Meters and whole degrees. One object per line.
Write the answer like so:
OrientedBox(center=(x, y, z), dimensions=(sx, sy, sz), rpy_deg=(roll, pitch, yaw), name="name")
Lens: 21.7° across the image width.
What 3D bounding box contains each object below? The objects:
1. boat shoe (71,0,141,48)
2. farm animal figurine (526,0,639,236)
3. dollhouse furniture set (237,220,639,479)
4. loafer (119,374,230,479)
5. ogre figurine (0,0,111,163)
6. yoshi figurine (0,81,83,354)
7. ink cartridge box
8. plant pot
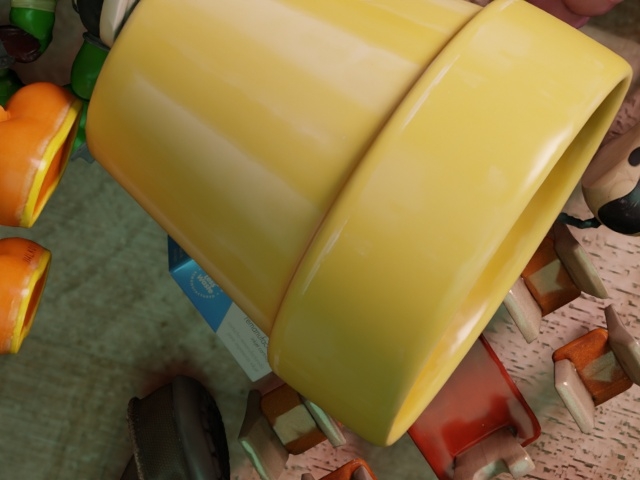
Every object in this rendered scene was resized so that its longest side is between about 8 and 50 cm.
OrientedBox(center=(-0.088, -0.277, 0.918), dimensions=(0.113, 0.127, 0.340), rpy_deg=(21, 100, 10), name="boat shoe")
OrientedBox(center=(0.250, -0.172, 0.990), dimensions=(0.326, 0.172, 0.330), rpy_deg=(-16, 115, 2), name="farm animal figurine")
OrientedBox(center=(0.112, 0.140, 1.170), dimensions=(0.262, 0.135, 0.259), rpy_deg=(-30, 103, 9), name="dollhouse furniture set")
OrientedBox(center=(-0.129, 0.265, 1.179), dimensions=(0.130, 0.134, 0.366), rpy_deg=(2, 115, -6), name="loafer")
OrientedBox(center=(-0.207, -0.110, 1.021), dimensions=(0.197, 0.097, 0.118), rpy_deg=(1, 104, -18), name="ogre figurine")
OrientedBox(center=(-0.325, -0.058, 0.957), dimensions=(0.362, 0.204, 0.203), rpy_deg=(14, 157, -4), name="yoshi figurine")
OrientedBox(center=(0.000, 0.000, 1.108), dimensions=(0.180, 0.060, 0.104), rpy_deg=(-32, 113, 9), name="ink cartridge box")
OrientedBox(center=(0.009, -0.051, 0.946), dimensions=(0.239, 0.254, 0.254), rpy_deg=(33, 110, 11), name="plant pot")
